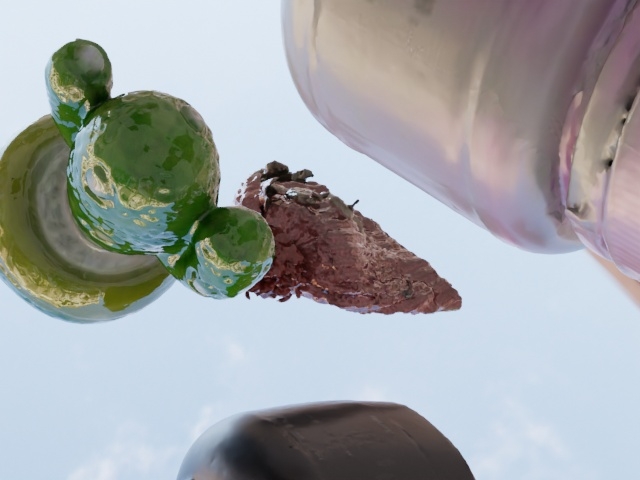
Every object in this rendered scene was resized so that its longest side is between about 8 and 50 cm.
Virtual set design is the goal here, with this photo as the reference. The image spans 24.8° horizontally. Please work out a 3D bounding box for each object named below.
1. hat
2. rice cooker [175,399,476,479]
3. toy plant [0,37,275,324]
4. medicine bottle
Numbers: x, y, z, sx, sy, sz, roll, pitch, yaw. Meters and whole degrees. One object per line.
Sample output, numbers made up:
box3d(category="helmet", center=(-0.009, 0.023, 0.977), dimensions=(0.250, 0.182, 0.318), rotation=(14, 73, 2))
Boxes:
box3d(category="hat", center=(0.000, 0.000, 1.440), dimensions=(0.236, 0.107, 0.286), rotation=(38, -157, 25))
box3d(category="rice cooker", center=(-0.003, 0.270, 1.256), dimensions=(0.224, 0.267, 0.267), rotation=(-9, -115, -32))
box3d(category="toy plant", center=(-0.154, -0.043, 1.144), dimensions=(0.184, 0.316, 0.224), rotation=(-39, -81, -26))
box3d(category="medicine bottle", center=(0.166, -0.110, 0.824), dimensions=(0.325, 0.256, 0.256), rotation=(33, -127, 32))
